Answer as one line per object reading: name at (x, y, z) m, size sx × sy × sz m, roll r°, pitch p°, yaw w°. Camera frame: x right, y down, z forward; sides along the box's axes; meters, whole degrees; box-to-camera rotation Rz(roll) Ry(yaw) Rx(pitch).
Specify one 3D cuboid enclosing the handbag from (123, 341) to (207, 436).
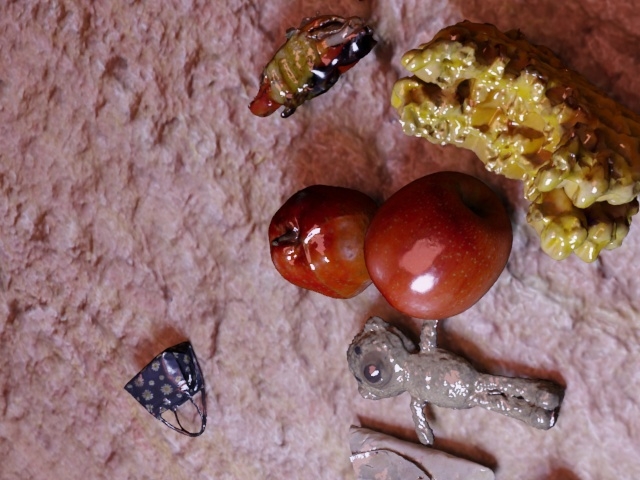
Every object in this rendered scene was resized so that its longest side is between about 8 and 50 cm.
handbag at (-0.224, 0.243, 1.903) m, size 0.115 × 0.072 × 0.139 m, roll -40°, pitch 78°, yaw 27°

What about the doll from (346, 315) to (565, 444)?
doll at (0.168, 0.194, 1.635) m, size 0.286 × 0.091 × 0.202 m, roll 38°, pitch 124°, yaw 15°

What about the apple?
apple at (0.148, 0.007, 1.557) m, size 0.168 × 0.181 × 0.181 m, roll -47°, pitch 71°, yaw 33°

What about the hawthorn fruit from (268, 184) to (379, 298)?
hawthorn fruit at (0.000, 0.000, 1.651) m, size 0.157 × 0.194 × 0.157 m, roll -4°, pitch 85°, yaw 40°

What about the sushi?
sushi at (-0.019, -0.249, 1.694) m, size 0.226 × 0.103 × 0.097 m, roll -34°, pitch 104°, yaw 29°

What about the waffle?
waffle at (0.248, -0.127, 1.428) m, size 0.324 × 0.261 × 0.151 m, roll 46°, pitch 125°, yaw 24°

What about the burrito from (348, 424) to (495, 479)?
burrito at (0.132, 0.316, 1.679) m, size 0.226 × 0.060 × 0.087 m, roll 7°, pitch 95°, yaw 34°
